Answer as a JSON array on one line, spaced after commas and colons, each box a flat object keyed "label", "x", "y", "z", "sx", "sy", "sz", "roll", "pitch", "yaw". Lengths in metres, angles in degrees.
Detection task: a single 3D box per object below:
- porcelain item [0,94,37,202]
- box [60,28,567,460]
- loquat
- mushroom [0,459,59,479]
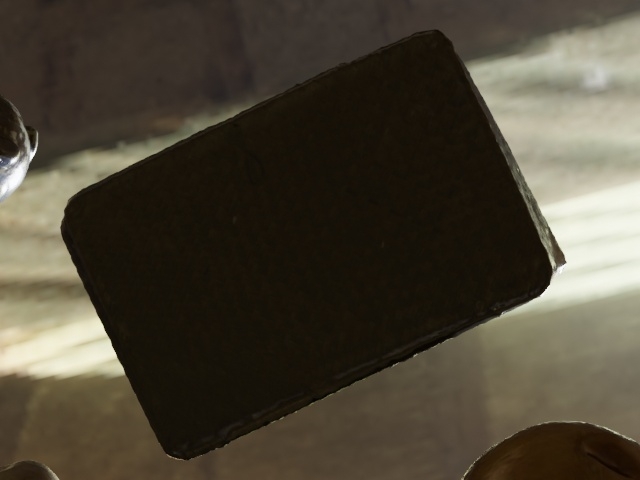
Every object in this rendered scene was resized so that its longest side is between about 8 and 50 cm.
[{"label": "porcelain item", "x": -0.428, "y": -0.091, "z": 1.904, "sx": 0.288, "sy": 0.186, "sz": 0.138, "roll": 13, "pitch": 42, "yaw": -48}, {"label": "box", "x": -0.001, "y": 0.000, "z": 1.225, "sx": 0.184, "sy": 0.273, "sz": 0.143, "roll": 64, "pitch": 10, "yaw": 2}, {"label": "loquat", "x": 0.182, "y": 0.236, "z": 1.409, "sx": 0.213, "sy": 0.213, "sz": 0.213, "roll": -15, "pitch": 90, "yaw": -89}, {"label": "mushroom", "x": -0.290, "y": 0.209, "z": 1.471, "sx": 0.206, "sy": 0.206, "sz": 0.209, "roll": -100, "pitch": -159, "yaw": -81}]
